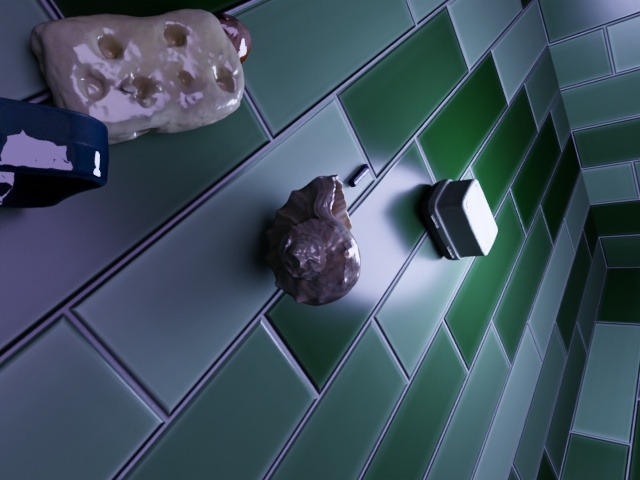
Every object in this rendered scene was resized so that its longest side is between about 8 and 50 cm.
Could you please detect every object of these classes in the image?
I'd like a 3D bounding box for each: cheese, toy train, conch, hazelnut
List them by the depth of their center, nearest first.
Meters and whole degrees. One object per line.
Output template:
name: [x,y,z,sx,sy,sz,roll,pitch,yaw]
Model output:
cheese: [-0.228,-0.226,0.608,0.262,0.093,0.159,-26,109,-37]
hazelnut: [-0.152,-0.322,0.716,0.086,0.086,0.087,5,83,-45]
conch: [-0.016,0.004,0.779,0.291,0.158,0.210,-1,75,-84]
toy train: [0.090,-0.147,0.991,0.083,0.017,0.017,-50,121,-37]

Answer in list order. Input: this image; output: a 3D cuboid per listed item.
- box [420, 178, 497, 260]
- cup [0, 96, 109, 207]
box: [0.372,-0.056,1.191,0.148,0.129,0.210,-53,123,-33]
cup: [-0.363,-0.052,0.323,0.308,0.292,0.242,37,61,-36]
